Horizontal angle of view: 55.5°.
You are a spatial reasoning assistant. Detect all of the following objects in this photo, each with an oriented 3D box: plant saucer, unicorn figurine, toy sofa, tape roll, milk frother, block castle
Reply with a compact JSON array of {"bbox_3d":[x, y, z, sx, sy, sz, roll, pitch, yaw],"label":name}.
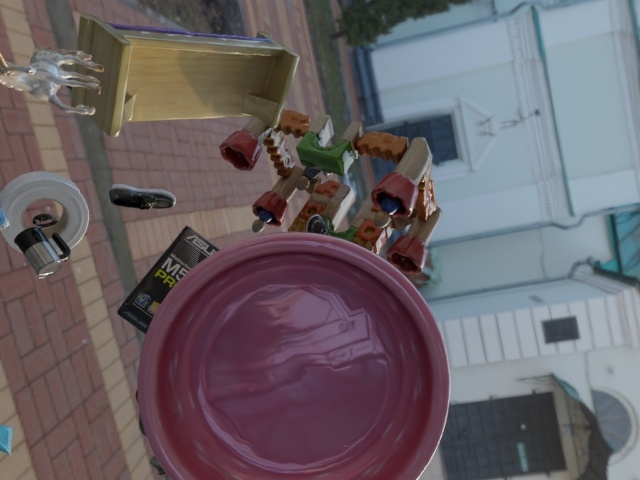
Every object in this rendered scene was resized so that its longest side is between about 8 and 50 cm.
[{"bbox_3d":[-0.028,0.153,0.676,0.084,0.333,0.331,-81,159,-85],"label":"plant saucer"},{"bbox_3d":[-0.313,-0.190,0.706,0.060,0.111,0.162,-69,-154,16],"label":"unicorn figurine"},{"bbox_3d":[-0.230,-0.287,1.029,0.363,0.177,0.150,-13,134,-44],"label":"toy sofa"},{"bbox_3d":[-0.945,-0.090,2.075,0.100,0.286,0.286,35,-32,52],"label":"tape roll"},{"bbox_3d":[-0.809,0.011,1.787,0.134,0.129,0.143,51,-30,12],"label":"milk frother"},{"bbox_3d":[0.022,-0.097,1.325,0.212,0.454,0.303,-58,151,-24],"label":"block castle"}]

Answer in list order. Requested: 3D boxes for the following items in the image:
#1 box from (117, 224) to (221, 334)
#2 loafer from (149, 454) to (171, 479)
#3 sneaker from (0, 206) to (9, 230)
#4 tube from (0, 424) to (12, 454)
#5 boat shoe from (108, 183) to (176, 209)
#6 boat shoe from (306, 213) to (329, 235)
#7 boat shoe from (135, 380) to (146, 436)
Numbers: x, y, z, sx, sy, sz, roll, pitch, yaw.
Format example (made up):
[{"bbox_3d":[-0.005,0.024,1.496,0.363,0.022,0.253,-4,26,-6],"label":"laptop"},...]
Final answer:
[{"bbox_3d":[-0.219,0.132,1.189,0.270,0.060,0.216,39,51,-9],"label":"box"},{"bbox_3d":[-0.383,0.581,1.596,0.087,0.094,0.251,57,-15,7],"label":"loafer"},{"bbox_3d":[-0.822,-0.051,1.428,0.063,0.162,0.073,-147,-131,-73],"label":"sneaker"},{"bbox_3d":[-0.864,0.477,1.528,0.207,0.052,0.080,43,21,-45],"label":"tube"},{"bbox_3d":[-0.374,-0.083,1.278,0.049,0.142,0.040,-54,-139,39],"label":"boat shoe"},{"bbox_3d":[0.000,0.000,1.287,0.038,0.046,0.125,48,-26,42],"label":"boat shoe"},{"bbox_3d":[-0.117,0.220,0.918,0.104,0.308,0.110,-115,-142,-49],"label":"boat shoe"}]
